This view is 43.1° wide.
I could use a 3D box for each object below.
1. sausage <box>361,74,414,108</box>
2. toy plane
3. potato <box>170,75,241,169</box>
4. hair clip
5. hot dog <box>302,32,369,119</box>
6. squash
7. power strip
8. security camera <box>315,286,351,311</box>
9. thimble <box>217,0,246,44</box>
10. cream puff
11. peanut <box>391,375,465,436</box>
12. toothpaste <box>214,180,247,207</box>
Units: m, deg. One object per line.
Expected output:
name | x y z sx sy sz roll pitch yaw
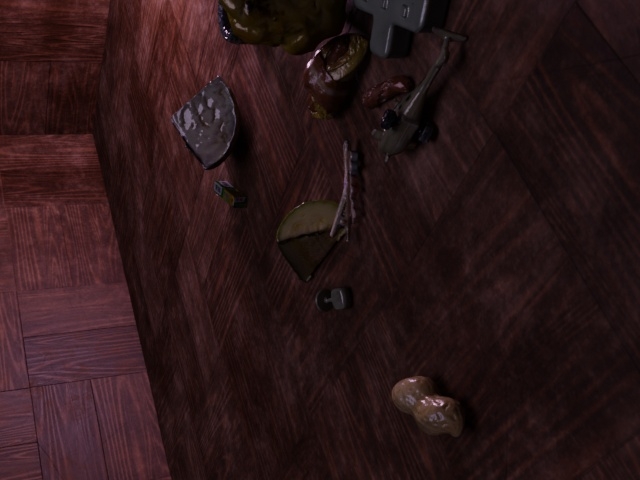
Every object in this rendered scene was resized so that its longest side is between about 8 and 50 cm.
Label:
sausage | 0.127 -0.286 1.554 0.036 0.042 0.158 -60 21 -17
toy plane | 0.168 -0.247 1.428 0.286 0.092 0.108 120 163 -53
potato | -0.287 -0.345 2.360 0.189 0.211 0.264 50 -169 -6
hair clip | 0.063 -0.103 1.706 0.062 0.056 0.214 -136 54 -77
hot dog | 0.015 -0.343 1.710 0.123 0.093 0.261 68 149 32
squash | 0.000 0.000 1.885 0.252 0.169 0.093 61 -167 -63
power strip | 0.137 -0.431 1.480 0.265 0.059 0.193 45 133 53
security camera | 0.036 0.132 1.808 0.092 0.058 0.058 -4 90 52
thimble | -0.217 -0.597 2.161 0.118 0.090 0.135 122 136 -52
cream puff | -0.072 -0.525 1.679 0.324 0.291 0.257 62 177 8
peanut | 0.195 0.297 1.454 0.187 0.082 0.082 36 125 58
toothpaste | -0.268 -0.137 2.399 0.178 0.043 0.037 -143 54 -58
